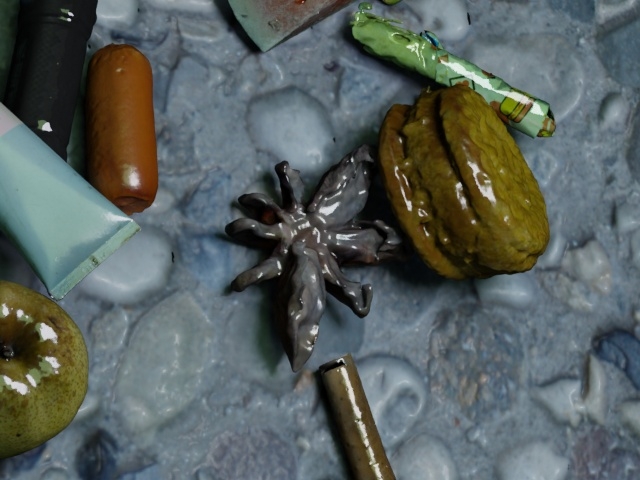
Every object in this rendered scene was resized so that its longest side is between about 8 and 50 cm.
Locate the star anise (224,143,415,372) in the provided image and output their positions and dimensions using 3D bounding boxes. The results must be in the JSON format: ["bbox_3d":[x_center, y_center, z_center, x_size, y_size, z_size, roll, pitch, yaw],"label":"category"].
[{"bbox_3d":[0.003,-0.003,1.615,0.257,0.110,0.198,-37,89,-29],"label":"star anise"}]

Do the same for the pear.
[{"bbox_3d":[-0.303,0.125,1.387,0.167,0.136,0.167,8,68,-20],"label":"pear"}]

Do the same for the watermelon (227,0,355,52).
[{"bbox_3d":[0.008,-0.356,1.679,0.261,0.201,0.213,-40,107,-25],"label":"watermelon"}]

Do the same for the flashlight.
[{"bbox_3d":[-0.289,-0.213,1.541,0.103,0.103,0.424,17,67,-22],"label":"flashlight"}]

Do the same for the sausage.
[{"bbox_3d":[-0.216,-0.123,1.559,0.076,0.076,0.197,5,69,-27],"label":"sausage"}]

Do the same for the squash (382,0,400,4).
[{"bbox_3d":[0.108,-0.323,1.830,0.083,0.027,0.027,-39,93,-33],"label":"squash"}]

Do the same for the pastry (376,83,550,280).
[{"bbox_3d":[0.178,-0.068,1.675,0.240,0.132,0.235,65,29,-8],"label":"pastry"}]

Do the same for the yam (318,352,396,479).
[{"bbox_3d":[0.057,0.254,1.589,0.046,0.046,0.264,-13,80,-31],"label":"yam"}]

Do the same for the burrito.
[{"bbox_3d":[0.165,-0.212,1.788,0.288,0.054,0.104,26,17,-6],"label":"burrito"}]

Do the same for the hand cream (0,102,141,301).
[{"bbox_3d":[-0.319,-0.088,1.420,0.111,0.070,0.312,-41,86,-18],"label":"hand cream"}]
